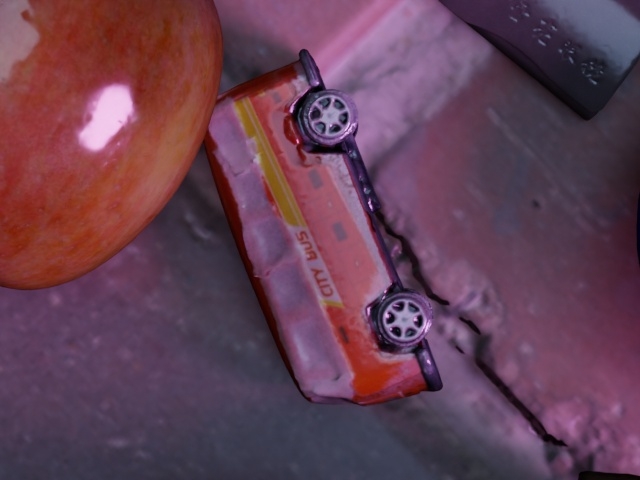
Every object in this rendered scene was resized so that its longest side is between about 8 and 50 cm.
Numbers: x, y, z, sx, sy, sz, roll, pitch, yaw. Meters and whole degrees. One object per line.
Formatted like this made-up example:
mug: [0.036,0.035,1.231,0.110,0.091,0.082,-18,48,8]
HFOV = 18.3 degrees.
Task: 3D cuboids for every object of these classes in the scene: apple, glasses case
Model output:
apple: [-0.143,-0.072,0.887,0.188,0.188,0.174,25,91,-3]
glasses case: [0.081,-0.145,0.984,0.190,0.042,0.072,39,92,-2]

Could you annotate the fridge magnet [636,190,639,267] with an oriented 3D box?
fridge magnet: [0.280,0.004,0.925,0.265,0.112,0.265,4,56,-5]

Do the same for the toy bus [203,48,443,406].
toy bus: [0.000,0.000,0.952,0.077,0.079,0.174,-20,90,1]

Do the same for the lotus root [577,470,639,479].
lotus root: [0.215,0.247,0.841,0.260,0.149,0.267,11,71,7]
